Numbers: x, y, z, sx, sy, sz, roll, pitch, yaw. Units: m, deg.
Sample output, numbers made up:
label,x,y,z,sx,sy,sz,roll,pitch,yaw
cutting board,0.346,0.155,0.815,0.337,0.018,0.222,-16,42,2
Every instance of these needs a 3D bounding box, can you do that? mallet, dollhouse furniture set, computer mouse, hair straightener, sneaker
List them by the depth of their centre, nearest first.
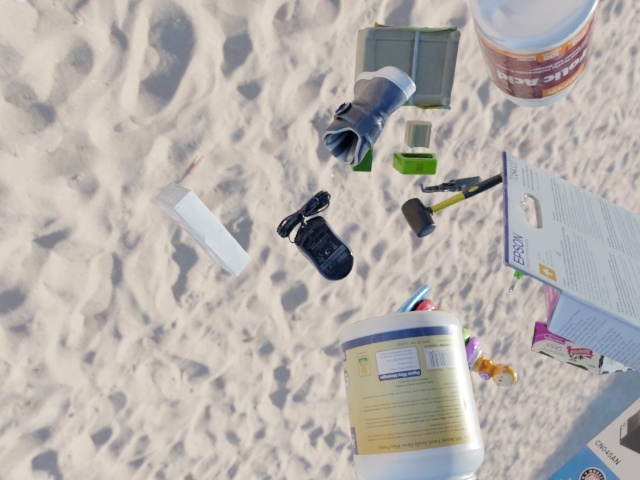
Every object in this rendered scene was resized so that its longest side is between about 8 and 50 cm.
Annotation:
label,x,y,z,sx,sy,sz,roll,pitch,yaw
mallet,0.228,-0.061,0.923,0.189,0.062,0.039,-19,153,4
sneaker,0.064,-0.212,1.000,0.086,0.226,0.163,38,90,-10
dollhouse furniture set,0.161,-0.304,1.205,0.197,0.151,0.301,0,116,-6
computer mouse,0.000,0.000,1.648,0.188,0.072,0.272,-40,118,-12
hair straightener,0.397,-0.169,1.712,0.230,0.089,0.047,-5,93,-28

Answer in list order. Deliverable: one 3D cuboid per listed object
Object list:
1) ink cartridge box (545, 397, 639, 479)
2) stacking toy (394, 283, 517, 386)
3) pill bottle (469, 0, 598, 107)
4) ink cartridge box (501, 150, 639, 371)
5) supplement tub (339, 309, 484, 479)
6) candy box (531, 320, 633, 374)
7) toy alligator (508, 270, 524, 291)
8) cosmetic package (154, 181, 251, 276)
label,x,y,z,sx,sy,sz,roll,pitch,yaw
ink cartridge box,0.530,0.308,0.715,0.395,0.285,0.166,-44,102,4
stacking toy,0.309,0.255,1.324,0.166,0.302,0.175,-35,146,-48
pill bottle,0.442,-0.423,1.176,0.224,0.224,0.392,-60,158,7
ink cartridge box,0.382,0.033,0.782,0.324,0.330,0.071,-63,178,-54
supplement tub,0.162,0.299,1.016,0.228,0.228,0.316,18,60,-52
candy box,0.590,0.223,1.222,0.233,0.159,0.071,4,97,-34
toy alligator,0.655,0.088,1.832,0.056,0.051,0.190,-9,117,-43
cosmetic package,-0.259,-0.024,1.282,0.060,0.099,0.239,-48,131,-15
